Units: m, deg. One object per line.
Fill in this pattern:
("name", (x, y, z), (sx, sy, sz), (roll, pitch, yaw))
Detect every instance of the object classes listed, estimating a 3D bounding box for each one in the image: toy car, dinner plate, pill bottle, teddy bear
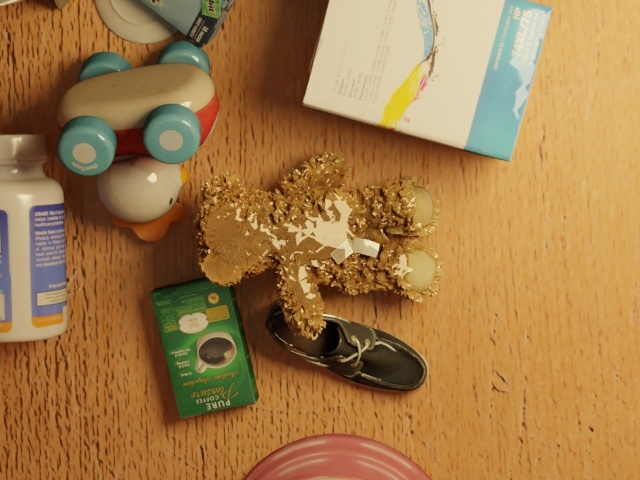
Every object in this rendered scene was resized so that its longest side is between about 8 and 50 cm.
("toy car", (-0.224, -0.106, 1.894), (0.210, 0.219, 0.238), (-8, 124, 5))
("dinner plate", (-0.239, -0.337, 1.937), (0.141, 0.017, 0.141), (0, 94, 4))
("pill bottle", (-0.418, -0.006, 1.916), (0.152, 0.152, 0.272), (0, 95, 5))
("teddy bear", (0.000, 0.000, 1.891), (0.338, 0.113, 0.245), (-16, 88, -10))

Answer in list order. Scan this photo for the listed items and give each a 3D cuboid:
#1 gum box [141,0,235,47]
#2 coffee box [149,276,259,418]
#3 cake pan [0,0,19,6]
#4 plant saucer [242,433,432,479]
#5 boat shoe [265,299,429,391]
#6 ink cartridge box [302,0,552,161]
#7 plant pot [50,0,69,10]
("gum box", (-0.188, -0.366, 1.861), (0.184, 0.041, 0.157), (38, 132, 2))
("coffee box", (-0.158, 0.144, 1.963), (0.113, 0.040, 0.184), (-14, 94, 7))
("cake pan", (-0.445, -0.423, 1.791), (0.293, 0.054, 0.293), (4, 78, -20))
("plant saucer", (0.022, 0.434, 1.955), (0.332, 0.084, 0.332), (0, 95, 6))
("boat shoe", (0.035, 0.149, 1.930), (0.233, 0.079, 0.084), (23, 95, 1))
("ink cartridge box", (0.134, -0.231, 1.823), (0.270, 0.198, 0.197), (15, 97, 3))
("plant pot", (-0.351, -0.385, 1.902), (0.096, 0.109, 0.109), (-40, 91, -5))
